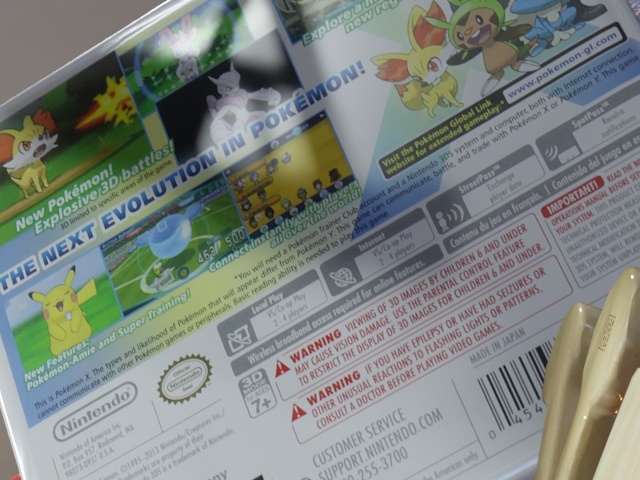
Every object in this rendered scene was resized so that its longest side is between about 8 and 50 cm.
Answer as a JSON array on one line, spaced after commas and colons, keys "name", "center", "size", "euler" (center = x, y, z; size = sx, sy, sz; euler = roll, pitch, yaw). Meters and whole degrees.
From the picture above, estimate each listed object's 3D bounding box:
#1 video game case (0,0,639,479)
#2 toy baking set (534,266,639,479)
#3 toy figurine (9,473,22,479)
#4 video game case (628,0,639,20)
[{"name": "video game case", "center": [0.000, 0.000, 0.791], "size": [0.036, 0.329, 0.300], "euler": [40, -157, -57]}, {"name": "toy baking set", "center": [0.048, 0.122, 0.448], "size": [0.197, 0.030, 0.256], "euler": [-74, 4, -59]}, {"name": "toy figurine", "center": [-0.161, 0.026, 1.127], "size": [0.217, 0.191, 0.363], "euler": [-24, -104, -37]}, {"name": "video game case", "center": [0.194, -0.132, 1.019], "size": [0.274, 0.196, 0.026], "euler": [-41, -62, -58]}]
